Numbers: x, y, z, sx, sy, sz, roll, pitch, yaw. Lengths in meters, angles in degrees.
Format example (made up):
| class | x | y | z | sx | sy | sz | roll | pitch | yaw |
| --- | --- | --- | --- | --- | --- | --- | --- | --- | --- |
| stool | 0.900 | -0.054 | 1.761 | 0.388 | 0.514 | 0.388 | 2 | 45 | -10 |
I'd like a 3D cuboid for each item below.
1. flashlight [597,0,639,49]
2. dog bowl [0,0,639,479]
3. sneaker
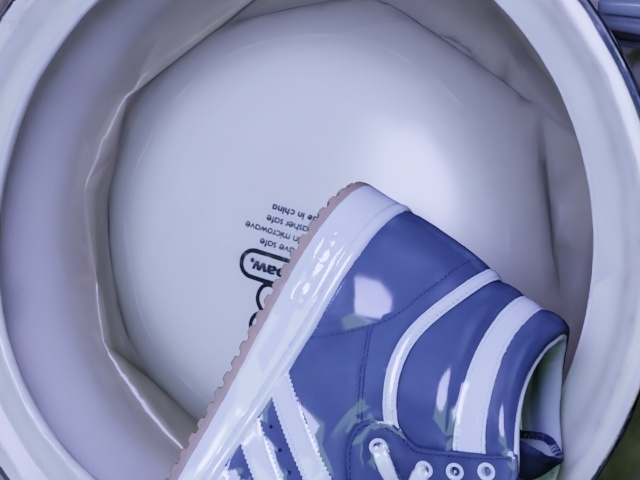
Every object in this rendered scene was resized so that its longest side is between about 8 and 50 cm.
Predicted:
| class | x | y | z | sx | sy | sz | roll | pitch | yaw |
| --- | --- | --- | --- | --- | --- | --- | --- | --- | --- |
| flashlight | 0.296 | -0.115 | 1.005 | 0.304 | 0.103 | 0.103 | 9 | 85 | 18 |
| dog bowl | 0.000 | 0.000 | 1.089 | 0.408 | 0.150 | 0.408 | 0 | 91 | 19 |
| sneaker | 0.015 | 0.129 | 0.954 | 0.153 | 0.099 | 0.282 | 29 | 97 | 19 |
